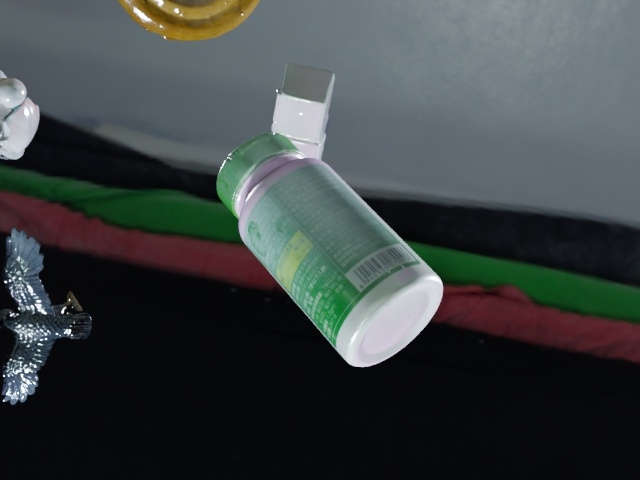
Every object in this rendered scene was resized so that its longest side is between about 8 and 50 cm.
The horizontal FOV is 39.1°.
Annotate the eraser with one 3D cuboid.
[{"bbox_3d":[-0.043,-0.119,1.416,0.086,0.287,0.130,11,-147,-1],"label":"eraser"}]

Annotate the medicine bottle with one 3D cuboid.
[{"bbox_3d":[0.000,0.000,0.992,0.133,0.133,0.274,-13,-130,-42],"label":"medicine bottle"}]

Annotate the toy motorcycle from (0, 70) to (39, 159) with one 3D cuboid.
[{"bbox_3d":[-0.499,-0.218,1.329,0.171,0.260,0.110,4,-132,29],"label":"toy motorcycle"}]

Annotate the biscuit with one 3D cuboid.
[{"bbox_3d":[-0.189,-0.420,1.316,0.262,0.262,0.037,-2,-161,-23],"label":"biscuit"}]

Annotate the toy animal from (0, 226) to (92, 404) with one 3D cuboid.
[{"bbox_3d":[-0.306,0.086,0.968,0.108,0.220,0.062,-2,-153,-33],"label":"toy animal"}]
